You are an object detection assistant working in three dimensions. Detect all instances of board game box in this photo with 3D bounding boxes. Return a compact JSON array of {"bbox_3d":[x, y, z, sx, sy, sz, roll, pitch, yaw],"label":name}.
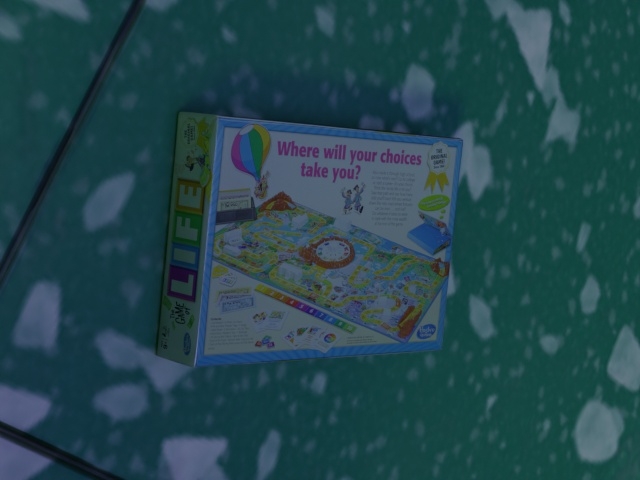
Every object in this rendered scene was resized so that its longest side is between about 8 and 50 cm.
[{"bbox_3d":[0.000,0.000,0.620,0.154,0.026,0.103,1,97,-44],"label":"board game box"}]
